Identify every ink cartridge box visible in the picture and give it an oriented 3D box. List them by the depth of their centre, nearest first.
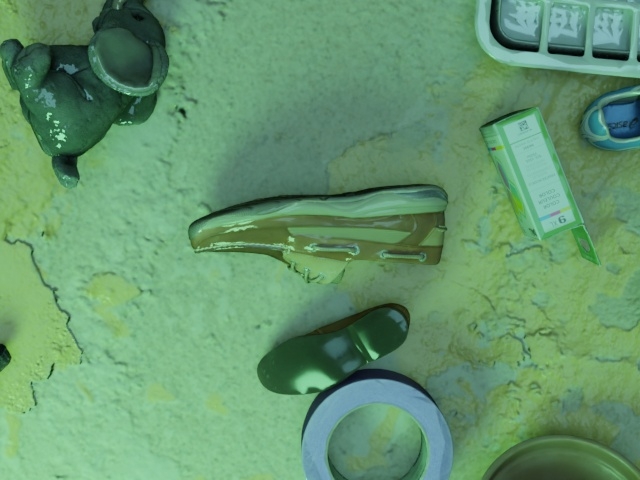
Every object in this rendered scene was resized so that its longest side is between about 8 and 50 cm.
[{"bbox_3d":[0.270,-0.058,1.513,0.062,0.109,0.209,-23,94,1],"label":"ink cartridge box"}]

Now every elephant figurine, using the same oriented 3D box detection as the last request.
[{"bbox_3d":[-0.251,-0.213,1.483,0.239,0.169,0.186,-25,123,-15],"label":"elephant figurine"}]

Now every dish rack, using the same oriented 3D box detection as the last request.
[{"bbox_3d":[0.339,-0.371,1.516,0.285,0.072,0.333,5,93,-1],"label":"dish rack"}]

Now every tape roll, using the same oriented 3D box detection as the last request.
[{"bbox_3d":[0.069,0.260,1.543,0.189,0.080,0.189,0,93,0],"label":"tape roll"}]

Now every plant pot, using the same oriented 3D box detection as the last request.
[{"bbox_3d":[0.300,0.369,1.516,0.237,0.110,0.237,1,57,-1],"label":"plant pot"}]

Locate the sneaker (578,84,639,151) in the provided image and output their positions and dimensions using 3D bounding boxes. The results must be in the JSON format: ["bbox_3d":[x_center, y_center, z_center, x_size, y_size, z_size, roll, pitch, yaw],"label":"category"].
[{"bbox_3d":[0.441,-0.165,1.523,0.237,0.086,0.085,-16,92,-1],"label":"sneaker"}]

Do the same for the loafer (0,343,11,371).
[{"bbox_3d":[-0.453,0.196,1.546,0.170,0.062,0.061,-37,115,5],"label":"loafer"}]

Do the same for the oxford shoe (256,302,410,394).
[{"bbox_3d":[0.021,0.137,1.544,0.212,0.076,0.076,-22,96,16],"label":"oxford shoe"}]

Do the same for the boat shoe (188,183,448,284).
[{"bbox_3d":[0.000,0.000,1.509,0.324,0.123,0.116,-5,95,1],"label":"boat shoe"}]
